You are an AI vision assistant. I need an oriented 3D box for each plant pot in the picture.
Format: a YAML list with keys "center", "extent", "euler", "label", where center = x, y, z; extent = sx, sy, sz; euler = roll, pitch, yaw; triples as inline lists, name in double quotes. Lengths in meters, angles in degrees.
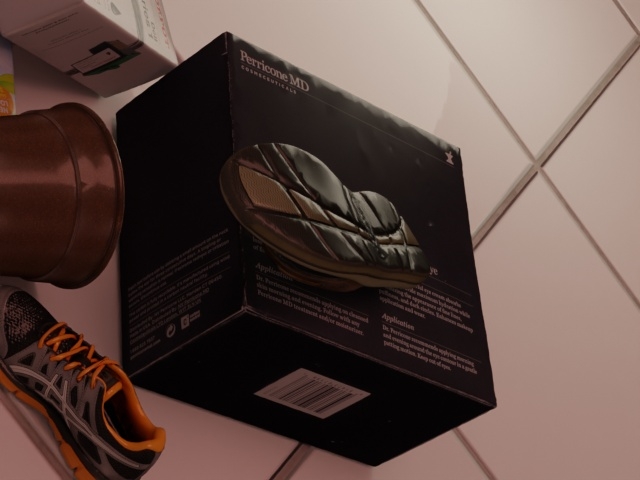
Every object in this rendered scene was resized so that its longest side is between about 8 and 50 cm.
- center: [-0.283, -0.039, 1.623]
  extent: [0.165, 0.167, 0.167]
  euler: [0, 64, -42]
  label: "plant pot"

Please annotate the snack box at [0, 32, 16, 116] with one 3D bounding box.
- center: [-0.367, -0.201, 1.711]
  extent: [0.174, 0.070, 0.207]
  euler: [21, 51, -42]
  label: "snack box"

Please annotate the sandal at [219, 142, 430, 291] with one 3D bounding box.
- center: [0.001, 0.002, 1.689]
  extent: [0.303, 0.086, 0.120]
  euler: [25, 40, -57]
  label: "sandal"

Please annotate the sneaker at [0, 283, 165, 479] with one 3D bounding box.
- center: [-0.212, 0.121, 1.643]
  extent: [0.215, 0.083, 0.084]
  euler: [52, 37, -6]
  label: "sneaker"

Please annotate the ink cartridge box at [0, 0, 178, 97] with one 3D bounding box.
- center: [-0.234, -0.248, 1.815]
  extent: [0.219, 0.092, 0.160]
  euler: [28, 44, -67]
  label: "ink cartridge box"

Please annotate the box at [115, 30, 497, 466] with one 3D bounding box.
- center: [-0.016, 0.017, 1.870]
  extent: [0.343, 0.179, 0.312]
  euler: [24, 49, -38]
  label: "box"
